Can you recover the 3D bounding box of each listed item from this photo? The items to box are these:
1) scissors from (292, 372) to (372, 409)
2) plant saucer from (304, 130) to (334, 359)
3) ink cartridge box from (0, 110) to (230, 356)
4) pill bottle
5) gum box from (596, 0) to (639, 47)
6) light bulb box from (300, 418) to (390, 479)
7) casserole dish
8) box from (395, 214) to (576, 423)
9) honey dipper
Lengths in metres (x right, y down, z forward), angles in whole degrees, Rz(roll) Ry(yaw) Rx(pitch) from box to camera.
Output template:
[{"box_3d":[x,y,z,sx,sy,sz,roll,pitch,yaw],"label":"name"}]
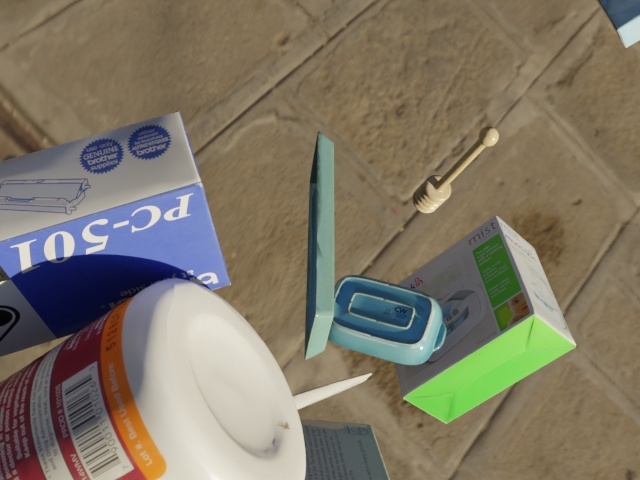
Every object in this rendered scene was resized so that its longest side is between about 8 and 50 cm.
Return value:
[{"box_3d":[-0.085,0.199,0.941,0.297,0.021,0.109,-33,103,-6],"label":"scissors"},{"box_3d":[0.000,0.000,0.677,0.018,0.067,0.192,4,52,-6],"label":"plant saucer"},{"box_3d":[-0.153,0.012,0.387,0.207,0.097,0.046,-17,60,-8],"label":"ink cartridge box"},{"box_3d":[-0.127,0.121,0.399,0.221,0.121,0.121,-32,83,15],"label":"pill bottle"},{"box_3d":[0.352,-0.305,0.819,0.041,0.184,0.157,31,35,-52],"label":"gum box"},{"box_3d":[-0.114,0.446,1.141,0.361,0.225,0.358,7,106,-9],"label":"light bulb box"},{"box_3d":[0.086,0.106,1.168,0.188,0.037,0.114,15,62,13],"label":"casserole dish"},{"box_3d":[0.251,0.131,1.364,0.126,0.262,0.231,35,31,-34],"label":"box"},{"box_3d":[0.132,-0.068,0.805,0.030,0.161,0.031,5,70,-14],"label":"honey dipper"}]
